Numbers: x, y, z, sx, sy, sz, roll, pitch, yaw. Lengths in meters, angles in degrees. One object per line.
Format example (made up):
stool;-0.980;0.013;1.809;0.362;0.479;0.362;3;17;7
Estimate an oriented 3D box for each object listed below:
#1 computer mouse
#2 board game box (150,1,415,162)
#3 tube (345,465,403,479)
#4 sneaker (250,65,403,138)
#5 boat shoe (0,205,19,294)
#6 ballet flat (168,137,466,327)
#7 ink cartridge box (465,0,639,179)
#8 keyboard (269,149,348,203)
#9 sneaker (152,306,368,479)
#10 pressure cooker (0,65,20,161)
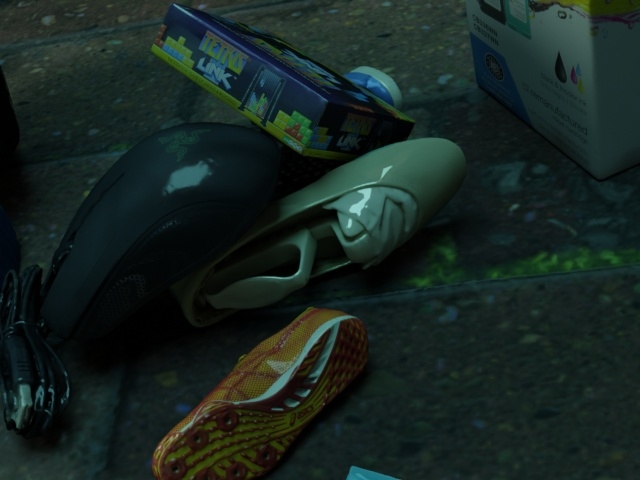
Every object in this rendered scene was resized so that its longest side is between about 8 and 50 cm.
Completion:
computer mouse;-0.149;0.002;0.791;0.272;0.072;0.188;-39;35;8
board game box;-0.028;-0.123;0.866;0.170;0.048;0.141;36;16;26
tube;0.012;0.208;0.592;0.080;0.052;0.207;16;41;20
sneaker;-0.004;-0.119;0.975;0.152;0.058;0.084;18;43;40
boat shoe;-0.299;0.036;0.883;0.066;0.066;0.183;-13;36;12
ballet flat;0.000;0.000;0.816;0.248;0.086;0.086;-22;38;6
ink cartridge box;0.239;-0.235;0.868;0.197;0.270;0.198;-25;39;-11
keyboard;-0.012;-0.052;0.929;0.180;0.023;0.108;-15;39;2
sneaker;-0.042;0.108;0.728;0.175;0.064;0.067;-34;22;-29
pressure cooker;-0.518;-0.149;0.938;0.420;0.376;0.370;-26;39;-18
